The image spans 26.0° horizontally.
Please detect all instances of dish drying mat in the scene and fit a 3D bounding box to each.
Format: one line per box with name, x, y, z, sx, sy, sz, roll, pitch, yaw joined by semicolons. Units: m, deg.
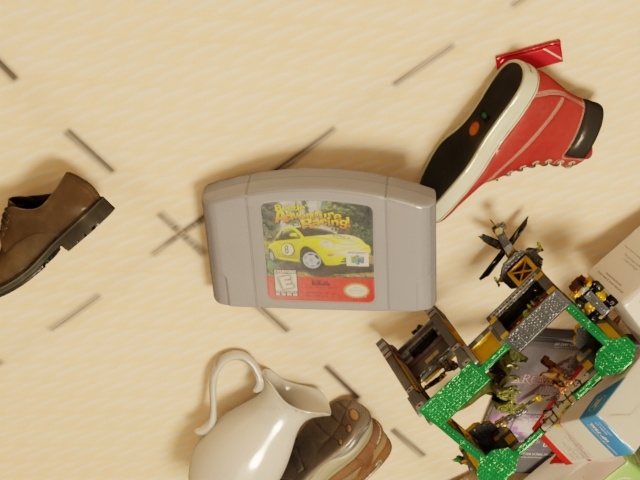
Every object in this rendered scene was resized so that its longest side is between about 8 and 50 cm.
dish drying mat;0.259;-0.224;1.716;0.083;0.008;0.032;-15;129;-1

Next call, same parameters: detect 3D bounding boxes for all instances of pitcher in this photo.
pitcher;-0.113;0.267;1.946;0.177;0.125;0.207;36;103;-10

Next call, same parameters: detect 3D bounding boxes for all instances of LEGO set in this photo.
LEGO set;0.240;0.143;1.882;0.255;0.192;0.331;31;105;-32

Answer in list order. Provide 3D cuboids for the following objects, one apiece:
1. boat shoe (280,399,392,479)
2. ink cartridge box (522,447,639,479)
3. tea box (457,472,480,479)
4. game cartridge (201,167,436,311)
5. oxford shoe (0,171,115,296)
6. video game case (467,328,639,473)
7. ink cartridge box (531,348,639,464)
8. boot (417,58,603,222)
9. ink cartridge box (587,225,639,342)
boat shoe;-0.030;0.368;2.030;0.324;0.123;0.116;-37;127;17
ink cartridge box;0.484;0.453;2.155;0.207;0.119;0.353;-43;120;14
tea box;0.183;0.587;2.109;0.329;0.323;0.220;-28;128;8
game cartridge;0.000;0.000;1.754;0.294;0.060;0.196;1;124;7
oxford shoe;-0.363;-0.007;1.710;0.227;0.083;0.096;-38;103;18
video game case;0.349;0.246;2.081;0.196;0.026;0.274;5;126;-16
ink cartridge box;0.388;0.236;1.939;0.078;0.231;0.134;45;66;-5
boot;0.246;-0.097;1.765;0.176;0.088;0.244;23;118;-32
ink cartridge box;0.510;0.037;1.880;0.237;0.100;0.172;-41;125;1
